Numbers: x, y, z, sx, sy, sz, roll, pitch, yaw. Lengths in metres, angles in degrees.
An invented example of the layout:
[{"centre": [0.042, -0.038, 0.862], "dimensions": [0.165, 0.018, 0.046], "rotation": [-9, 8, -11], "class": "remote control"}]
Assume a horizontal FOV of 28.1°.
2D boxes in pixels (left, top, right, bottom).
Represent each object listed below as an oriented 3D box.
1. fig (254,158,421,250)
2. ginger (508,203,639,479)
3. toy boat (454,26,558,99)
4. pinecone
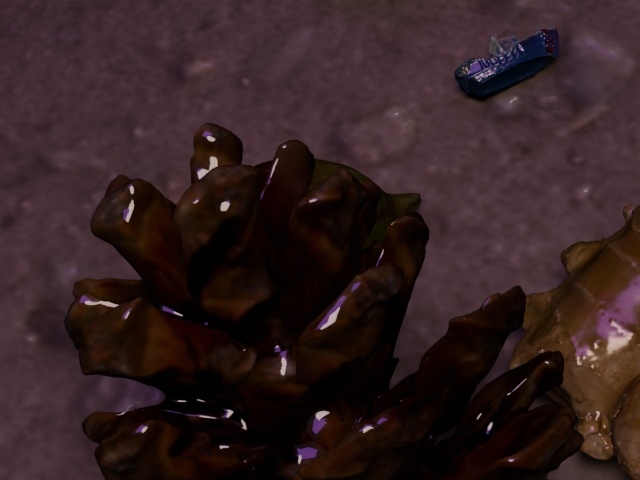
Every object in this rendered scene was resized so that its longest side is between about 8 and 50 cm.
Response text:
[{"centre": [0.000, 0.000, 0.800], "dimensions": [0.154, 0.109, 0.103], "rotation": [-11, 31, -29], "class": "fig"}, {"centre": [0.180, 0.037, 0.735], "dimensions": [0.115, 0.081, 0.205], "rotation": [-5, 50, 50], "class": "ginger"}, {"centre": [0.130, -0.128, 0.887], "dimensions": [0.083, 0.038, 0.038], "rotation": [-26, 54, -9], "class": "toy boat"}, {"centre": [-0.003, 0.081, 0.637], "dimensions": [0.244, 0.244, 0.309], "rotation": [-36, 85, -12], "class": "pinecone"}]
